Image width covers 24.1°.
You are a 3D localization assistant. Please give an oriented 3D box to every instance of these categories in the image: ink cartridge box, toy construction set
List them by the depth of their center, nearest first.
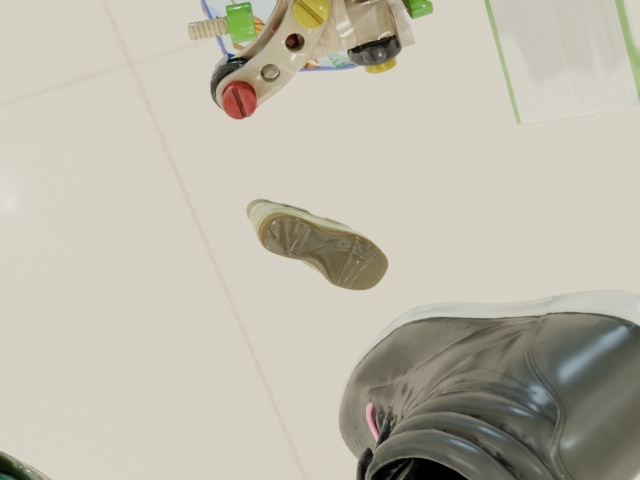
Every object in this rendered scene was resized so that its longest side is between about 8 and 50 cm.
[{"bbox_3d":[0.236,-0.195,1.303,0.056,0.235,0.171,-20,99,-29],"label":"ink cartridge box"},{"bbox_3d":[-0.011,-0.260,1.455,0.237,0.309,0.257,-9,93,0],"label":"toy construction set"}]

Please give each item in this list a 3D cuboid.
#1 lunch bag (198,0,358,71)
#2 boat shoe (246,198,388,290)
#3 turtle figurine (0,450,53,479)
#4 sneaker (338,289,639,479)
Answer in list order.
[{"bbox_3d":[-0.057,-0.341,1.752,0.243,0.115,0.303,4,130,32],"label":"lunch bag"},{"bbox_3d":[-0.001,0.001,1.378,0.153,0.048,0.056,20,110,-36],"label":"boat shoe"},{"bbox_3d":[-0.129,0.154,0.615,0.175,0.118,0.234,-7,123,55],"label":"turtle figurine"},{"bbox_3d":[0.054,0.107,0.770,0.104,0.147,0.296,58,150,-6],"label":"sneaker"}]
